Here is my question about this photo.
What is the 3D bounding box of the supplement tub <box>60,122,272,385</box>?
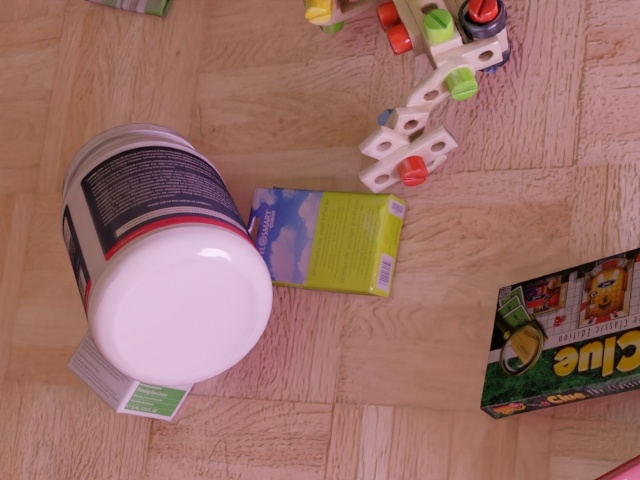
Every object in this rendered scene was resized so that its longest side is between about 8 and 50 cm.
[{"bbox_3d":[-0.174,0.008,1.405,0.191,0.191,0.272,-48,35,13],"label":"supplement tub"}]

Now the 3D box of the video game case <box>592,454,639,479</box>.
[{"bbox_3d":[0.376,0.218,1.037,0.285,0.025,0.204,-38,88,29],"label":"video game case"}]

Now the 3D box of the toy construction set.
[{"bbox_3d":[0.074,-0.222,1.367,0.215,0.151,0.327,-21,72,1],"label":"toy construction set"}]

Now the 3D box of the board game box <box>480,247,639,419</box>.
[{"bbox_3d":[0.258,0.075,1.172,0.260,0.030,0.136,-21,47,43],"label":"board game box"}]

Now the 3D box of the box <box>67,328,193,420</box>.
[{"bbox_3d":[-0.207,0.140,1.482,0.102,0.101,0.087,35,97,34],"label":"box"}]

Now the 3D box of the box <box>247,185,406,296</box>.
[{"bbox_3d":[0.000,0.000,1.419,0.178,0.042,0.109,5,79,35],"label":"box"}]

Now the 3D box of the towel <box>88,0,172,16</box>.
[{"bbox_3d":[-0.238,-0.351,1.695,0.152,0.023,0.113,19,90,34],"label":"towel"}]
